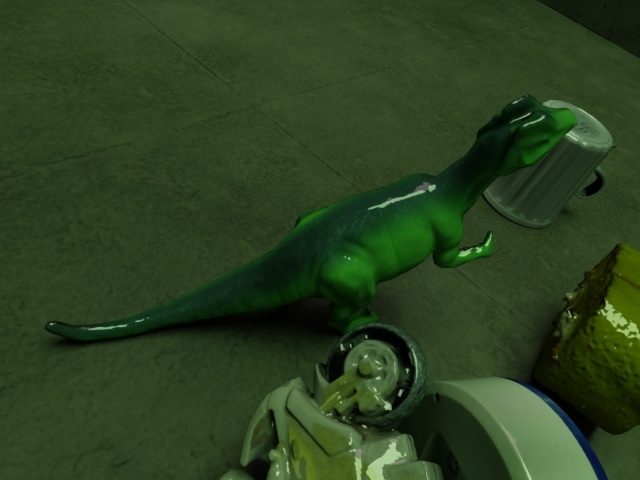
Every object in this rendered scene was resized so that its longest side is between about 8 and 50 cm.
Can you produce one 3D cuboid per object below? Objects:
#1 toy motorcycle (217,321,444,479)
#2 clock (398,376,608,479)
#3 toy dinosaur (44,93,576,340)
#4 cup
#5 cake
[{"bbox_3d":[0.005,0.245,0.419,0.223,0.108,0.341,-16,60,17],"label":"toy motorcycle"},{"bbox_3d":[0.141,0.238,0.437,0.083,0.230,0.230,2,47,-17],"label":"clock"},{"bbox_3d":[0.000,0.000,0.524,0.500,0.374,0.144,-6,58,-32],"label":"toy dinosaur"},{"bbox_3d":[0.457,-0.154,0.994,0.221,0.202,0.167,-15,57,-33],"label":"cup"},{"bbox_3d":[0.405,0.130,0.703,0.156,0.179,0.260,40,42,16],"label":"cake"}]
